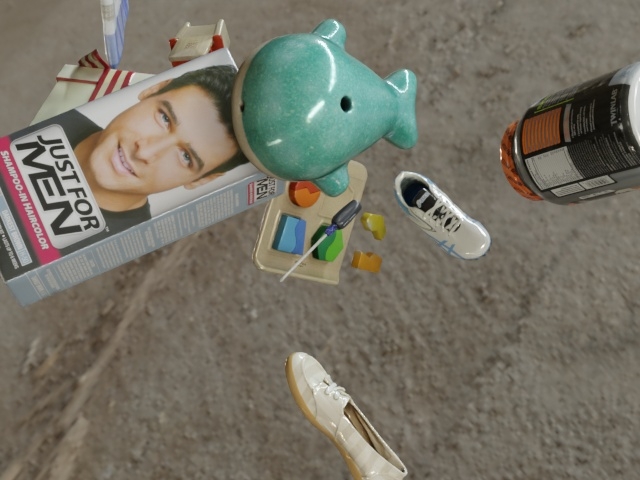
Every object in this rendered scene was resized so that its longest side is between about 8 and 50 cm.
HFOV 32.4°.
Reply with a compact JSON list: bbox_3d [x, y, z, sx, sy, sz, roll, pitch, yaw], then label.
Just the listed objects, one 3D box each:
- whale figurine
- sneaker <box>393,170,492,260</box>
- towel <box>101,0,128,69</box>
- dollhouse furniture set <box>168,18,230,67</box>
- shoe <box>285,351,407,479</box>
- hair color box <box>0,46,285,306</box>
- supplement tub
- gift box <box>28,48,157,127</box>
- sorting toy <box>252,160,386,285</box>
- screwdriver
[{"bbox_3d":[0.029,-0.160,1.330,0.141,0.272,0.216,4,95,54],"label":"whale figurine"},{"bbox_3d":[0.217,-0.045,2.028,0.085,0.086,0.237,-50,55,4],"label":"sneaker"},{"bbox_3d":[-0.327,-0.440,1.725,0.034,0.285,0.209,-2,33,-6],"label":"towel"},{"bbox_3d":[-0.207,-0.270,2.072,0.261,0.259,0.135,-2,40,14],"label":"dollhouse furniture set"},{"bbox_3d":[0.033,0.229,1.410,0.058,0.219,0.076,-31,6,24],"label":"shoe"},{"bbox_3d":[-0.250,-0.083,1.411,0.374,0.185,0.114,-24,-17,-12],"label":"hair color box"},{"bbox_3d":[0.452,-0.165,1.801,0.316,0.193,0.194,-15,38,58],"label":"supplement tub"},{"bbox_3d":[-0.355,-0.172,1.942,0.255,0.276,0.258,11,43,5],"label":"gift box"},{"bbox_3d":[0.023,-0.036,1.969,0.041,0.307,0.229,13,90,45],"label":"sorting toy"},{"bbox_3d":[0.000,0.000,1.574,0.170,0.024,0.025,-45,-2,-25],"label":"screwdriver"}]
